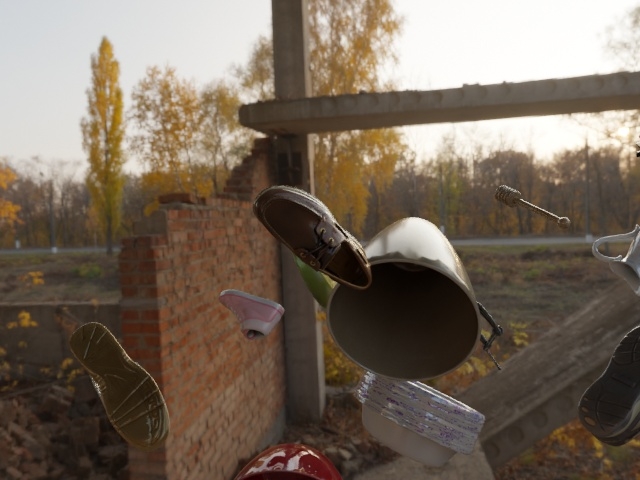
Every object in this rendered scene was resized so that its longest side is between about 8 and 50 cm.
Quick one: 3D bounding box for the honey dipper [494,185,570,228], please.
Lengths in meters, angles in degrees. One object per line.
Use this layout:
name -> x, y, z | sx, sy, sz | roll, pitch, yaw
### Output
honey dipper -> 0.349, -0.052, 0.856 | 0.031, 0.030, 0.160 | -3, 25, -20

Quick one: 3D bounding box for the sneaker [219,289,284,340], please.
sneaker -> -0.134, 0.131, 0.903 | 0.135, 0.070, 0.051 | 10, -31, 28

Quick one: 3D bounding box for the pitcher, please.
pitcher -> 0.820, 0.015, 1.310 | 0.207, 0.177, 0.125 | -39, -31, -6

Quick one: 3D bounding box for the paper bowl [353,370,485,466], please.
paper bowl -> 0.208, 0.395, 1.165 | 0.285, 0.148, 0.284 | 25, -7, 3

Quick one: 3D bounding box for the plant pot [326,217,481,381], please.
plant pot -> 0.163, 0.074, 0.974 | 0.257, 0.256, 0.274 | -2, 29, 15

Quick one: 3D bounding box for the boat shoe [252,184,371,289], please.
boat shoe -> 0.000, 0.000, 0.591 | 0.178, 0.064, 0.060 | 38, 11, -35

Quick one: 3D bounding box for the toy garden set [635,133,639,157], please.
toy garden set -> 0.595, -0.071, 0.841 | 0.049, 0.204, 0.244 | -40, 7, 34

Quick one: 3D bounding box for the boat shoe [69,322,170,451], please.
boat shoe -> -0.374, 0.280, 0.995 | 0.098, 0.277, 0.096 | -33, -19, -22

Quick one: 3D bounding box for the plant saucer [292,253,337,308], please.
plant saucer -> -0.005, 0.041, 1.193 | 0.037, 0.240, 0.241 | -22, -3, 15

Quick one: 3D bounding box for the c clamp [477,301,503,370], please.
c clamp -> 0.359, 0.197, 1.122 | 0.022, 0.137, 0.160 | -31, -32, -10

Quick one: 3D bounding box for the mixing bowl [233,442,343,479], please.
mixing bowl -> -0.038, 0.341, 0.688 | 0.182, 0.181, 0.098 | -2, 19, 6

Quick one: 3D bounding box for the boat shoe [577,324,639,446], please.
boat shoe -> 0.728, 0.315, 1.172 | 0.355, 0.130, 0.132 | -42, 31, -5
